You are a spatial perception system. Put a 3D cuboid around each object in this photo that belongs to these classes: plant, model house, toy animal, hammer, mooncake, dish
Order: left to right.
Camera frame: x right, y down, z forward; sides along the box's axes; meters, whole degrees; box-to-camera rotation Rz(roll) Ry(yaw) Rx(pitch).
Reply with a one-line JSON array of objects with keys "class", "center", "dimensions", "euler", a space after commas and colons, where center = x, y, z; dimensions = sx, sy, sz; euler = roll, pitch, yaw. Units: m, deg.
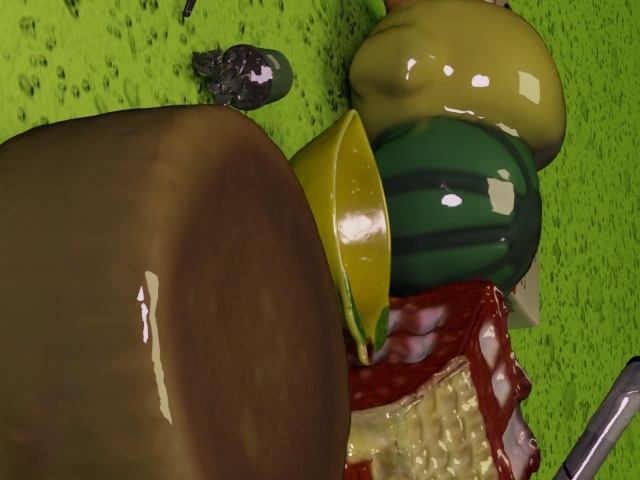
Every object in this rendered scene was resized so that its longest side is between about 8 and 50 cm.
[{"class": "mooncake", "center": [-0.099, 0.067, 1.074], "dimensions": [0.284, 0.155, 0.284], "euler": [-6, 90, -69]}, {"class": "plant", "center": [-0.061, -0.120, 1.415], "dimensions": [0.102, 0.051, 0.051], "euler": [-10, 94, -61]}, {"class": "dish", "center": [0.000, 0.000, 1.509], "dimensions": [0.149, 0.080, 0.208], "euler": [42, 44, -63]}, {"class": "model house", "center": [0.068, 0.173, 1.542], "dimensions": [0.254, 0.160, 0.196], "euler": [-54, 135, -60]}, {"class": "toy animal", "center": [0.123, -0.101, 1.727], "dimensions": [0.216, 0.191, 0.338], "euler": [46, 42, -62]}, {"class": "hammer", "center": [0.162, 0.273, 1.583], "dimensions": [0.427, 0.044, 0.152], "euler": [-55, -177, -7]}]

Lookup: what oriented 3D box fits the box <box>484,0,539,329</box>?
[{"class": "box", "center": [0.187, -0.101, 2.130], "dimensions": [0.214, 0.069, 0.353], "euler": [47, 39, -61]}]

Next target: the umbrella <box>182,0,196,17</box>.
[{"class": "umbrella", "center": [-0.068, -0.262, 1.450], "dimensions": [0.044, 0.044, 0.269], "euler": [37, 40, -24]}]
